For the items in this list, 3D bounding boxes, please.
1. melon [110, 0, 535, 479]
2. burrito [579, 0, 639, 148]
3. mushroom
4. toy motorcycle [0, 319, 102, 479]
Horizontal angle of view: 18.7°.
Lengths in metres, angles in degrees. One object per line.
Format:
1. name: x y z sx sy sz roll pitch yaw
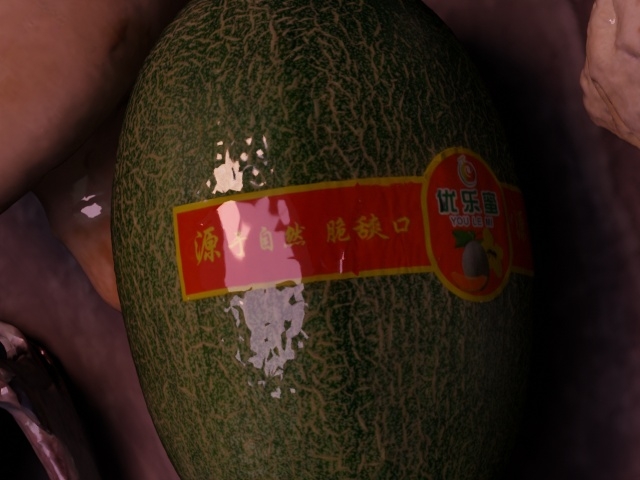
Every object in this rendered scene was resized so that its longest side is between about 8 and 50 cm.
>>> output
1. melon: 0.000 0.000 0.842 0.182 0.182 0.287 -15 84 33
2. burrito: 0.178 -0.165 0.801 0.082 0.059 0.275 34 107 45
3. mushroom: -0.128 -0.076 0.938 0.209 0.206 0.206 30 106 9
4. toy motorcycle: -0.224 0.194 0.985 0.241 0.182 0.319 12 93 34
